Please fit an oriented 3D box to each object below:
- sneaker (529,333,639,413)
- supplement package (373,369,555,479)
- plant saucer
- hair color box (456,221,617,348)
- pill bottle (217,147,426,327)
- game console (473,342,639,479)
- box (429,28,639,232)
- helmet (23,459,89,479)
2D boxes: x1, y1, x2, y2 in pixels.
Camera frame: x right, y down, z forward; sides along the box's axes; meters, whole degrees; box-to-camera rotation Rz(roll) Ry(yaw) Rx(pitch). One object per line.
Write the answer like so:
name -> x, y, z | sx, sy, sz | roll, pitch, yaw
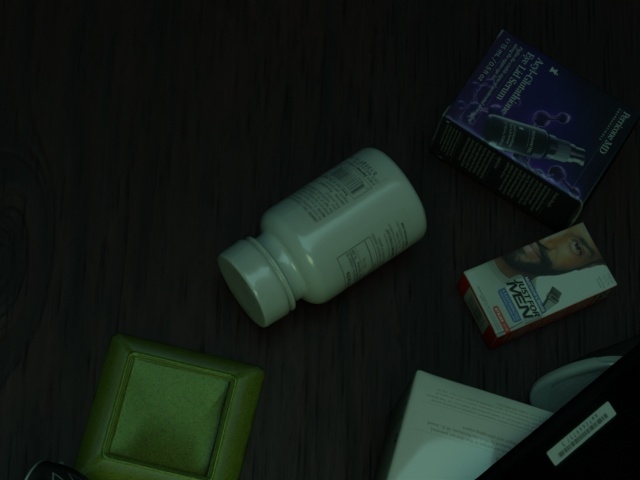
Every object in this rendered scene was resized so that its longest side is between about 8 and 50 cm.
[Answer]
sneaker -> 0.394, 0.136, 1.856 | 0.296, 0.104, 0.147 | -16, 28, 14
supplement package -> 0.136, 0.322, 1.709 | 0.175, 0.177, 0.293 | 17, 68, 0
plant saucer -> -0.173, 0.207, 1.791 | 0.188, 0.045, 0.188 | 13, 69, -1
hair color box -> 0.262, 0.054, 1.888 | 0.167, 0.053, 0.093 | -22, 73, -14
pill bottle -> 0.000, 0.000, 1.839 | 0.229, 0.131, 0.131 | -33, 76, -16
game console -> 0.345, 0.326, 1.664 | 0.386, 0.060, 0.342 | -34, 88, -31
box -> 0.264, -0.134, 1.929 | 0.207, 0.108, 0.153 | 32, 69, 7
helmet -> -0.300, 0.329, 1.672 | 0.161, 0.169, 0.169 | -24, 73, 3
